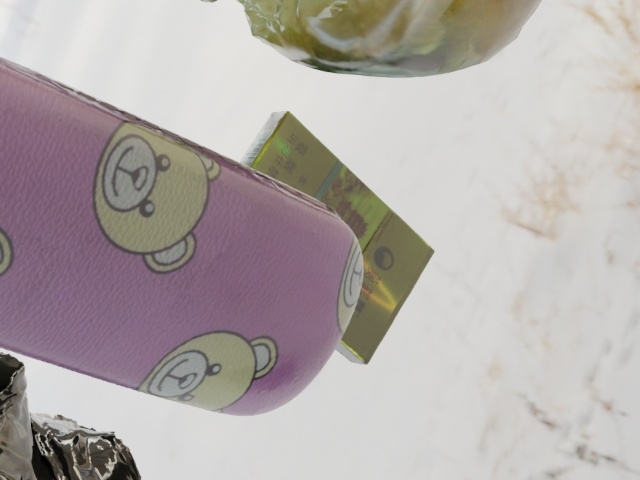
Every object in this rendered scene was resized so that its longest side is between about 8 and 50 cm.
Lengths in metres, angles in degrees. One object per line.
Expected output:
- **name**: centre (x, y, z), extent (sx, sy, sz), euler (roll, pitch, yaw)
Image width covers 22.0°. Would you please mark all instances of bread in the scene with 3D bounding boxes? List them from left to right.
- **bread**: centre (0.065, -0.271, 1.197), extent (0.239, 0.264, 0.395), euler (-4, 19, 29)

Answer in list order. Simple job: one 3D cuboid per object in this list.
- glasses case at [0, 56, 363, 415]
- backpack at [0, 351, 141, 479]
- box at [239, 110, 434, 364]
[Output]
- **glasses case**: centre (-0.105, 0.000, 0.786), extent (0.076, 0.316, 0.123), euler (35, 99, 49)
- **backpack**: centre (-0.300, 0.219, 1.388), extent (0.255, 0.363, 0.445), euler (-51, 35, -4)
- **box**: centre (0.000, 0.000, 1.361), extent (0.030, 0.193, 0.121), euler (2, 55, 56)
